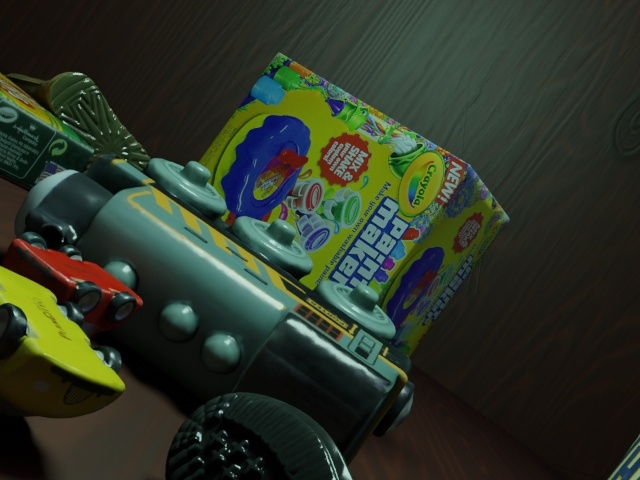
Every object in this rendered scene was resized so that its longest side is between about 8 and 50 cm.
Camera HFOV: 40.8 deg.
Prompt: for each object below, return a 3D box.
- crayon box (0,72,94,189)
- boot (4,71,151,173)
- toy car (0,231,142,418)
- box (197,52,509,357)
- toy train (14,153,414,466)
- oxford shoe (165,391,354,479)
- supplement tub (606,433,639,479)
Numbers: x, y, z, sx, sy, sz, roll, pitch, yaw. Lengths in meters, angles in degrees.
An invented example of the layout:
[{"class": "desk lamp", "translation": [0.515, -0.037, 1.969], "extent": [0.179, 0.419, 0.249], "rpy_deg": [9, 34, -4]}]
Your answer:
[{"class": "crayon box", "translation": [-0.429, -0.181, 0.986], "extent": [0.318, 0.081, 0.202], "rpy_deg": [35, 1, 31]}, {"class": "boot", "translation": [-0.337, -0.128, 1.183], "extent": [0.269, 0.089, 0.236], "rpy_deg": [10, -53, 55]}, {"class": "toy car", "translation": [-0.199, 0.006, 0.439], "extent": [0.225, 0.053, 0.239], "rpy_deg": [35, 0, -12]}, {"class": "box", "translation": [0.000, 0.000, 0.957], "extent": [0.279, 0.290, 0.177], "rpy_deg": [35, 0, 30]}, {"class": "toy train", "translation": [-0.075, 0.050, 0.663], "extent": [0.334, 0.142, 0.190], "rpy_deg": [36, 10, 5]}, {"class": "oxford shoe", "translation": [0.006, 0.151, 0.378], "extent": [0.227, 0.083, 0.096], "rpy_deg": [36, -19, 43]}, {"class": "supplement tub", "translation": [0.381, 0.254, 0.765], "extent": [0.235, 0.324, 0.235], "rpy_deg": [36, 0, 0]}]
